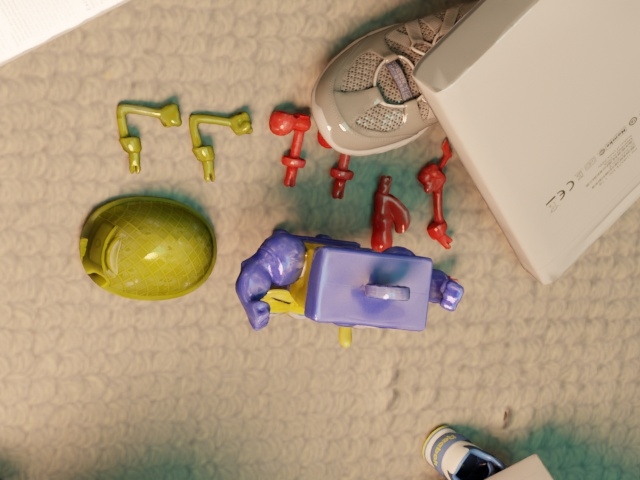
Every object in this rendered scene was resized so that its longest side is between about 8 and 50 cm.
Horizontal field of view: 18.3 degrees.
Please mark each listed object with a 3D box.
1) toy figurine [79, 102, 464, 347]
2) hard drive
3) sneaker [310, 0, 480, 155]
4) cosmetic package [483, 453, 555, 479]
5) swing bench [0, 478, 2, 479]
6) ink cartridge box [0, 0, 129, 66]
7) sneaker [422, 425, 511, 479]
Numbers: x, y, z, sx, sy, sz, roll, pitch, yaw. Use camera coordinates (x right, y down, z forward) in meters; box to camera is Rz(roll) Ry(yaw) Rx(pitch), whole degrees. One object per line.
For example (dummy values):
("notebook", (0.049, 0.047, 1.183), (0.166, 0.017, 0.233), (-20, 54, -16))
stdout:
("toy figurine", (0.000, 0.000, 1.717), (0.362, 0.217, 0.191), (9, 99, -26))
("hard drive", (0.226, -0.127, 1.784), (0.233, 0.047, 0.353), (-44, 146, -5))
("sneaker", (0.116, -0.169, 1.769), (0.281, 0.115, 0.105), (-29, 89, -20))
("cosmetic package", (0.164, 0.354, 1.843), (0.224, 0.225, 0.138), (-27, 130, -6))
("swing bench", (-0.415, 0.233, 1.611), (0.253, 0.165, 0.255), (-48, 152, -7))
("ink cartridge box", (-0.285, -0.252, 1.614), (0.224, 0.045, 0.223), (-27, 113, 1))
("sneaker", (0.163, 0.235, 1.935), (0.144, 0.059, 0.053), (33, 87, -28))
